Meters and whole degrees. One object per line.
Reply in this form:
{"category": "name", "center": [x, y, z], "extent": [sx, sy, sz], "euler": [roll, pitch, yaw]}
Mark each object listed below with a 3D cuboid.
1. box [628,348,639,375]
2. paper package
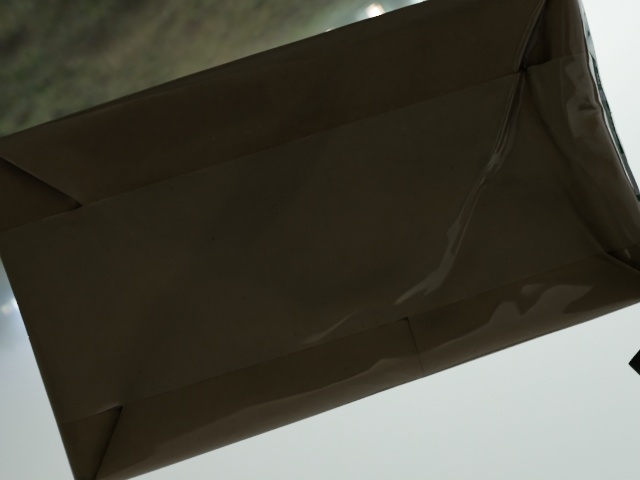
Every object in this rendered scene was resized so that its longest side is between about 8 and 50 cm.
{"category": "box", "center": [0.176, 0.035, 0.540], "extent": [0.062, 0.052, 0.083], "euler": [-5, 136, -50]}
{"category": "paper package", "center": [0.000, 0.000, 0.760], "extent": [0.309, 0.168, 0.325], "euler": [-19, 176, -1]}
